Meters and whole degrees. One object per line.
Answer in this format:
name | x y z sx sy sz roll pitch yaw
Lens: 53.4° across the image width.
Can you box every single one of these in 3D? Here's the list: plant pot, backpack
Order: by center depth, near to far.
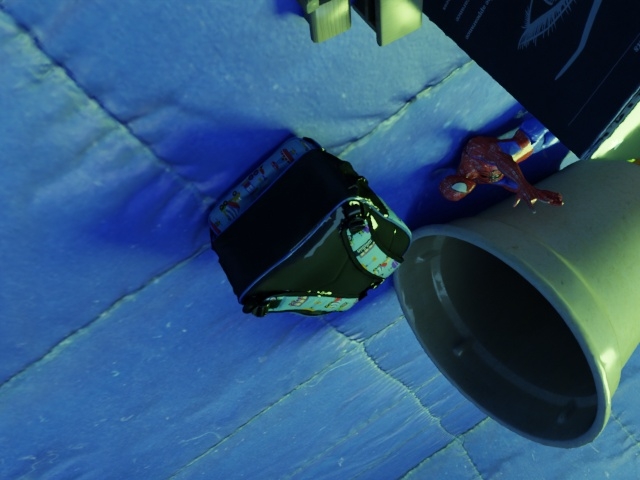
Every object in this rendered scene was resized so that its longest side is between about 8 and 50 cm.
backpack | 0.000 0.000 0.622 0.158 0.116 0.173 -43 150 15
plant pot | 0.322 0.048 0.866 0.306 0.334 0.333 -35 154 -23

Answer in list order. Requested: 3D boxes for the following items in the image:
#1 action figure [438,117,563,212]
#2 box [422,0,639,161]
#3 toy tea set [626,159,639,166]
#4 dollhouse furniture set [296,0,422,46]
action figure | 0.276 -0.102 0.739 0.280 0.139 0.091 -29 150 -3
box | 0.190 -0.178 0.451 0.108 0.207 0.153 -8 142 -38
toy tea set | 0.546 -0.134 1.022 0.200 0.124 0.336 2 149 -2
dollhouse furniture set | -0.007 -0.153 0.398 0.182 0.101 0.161 -29 151 -9
